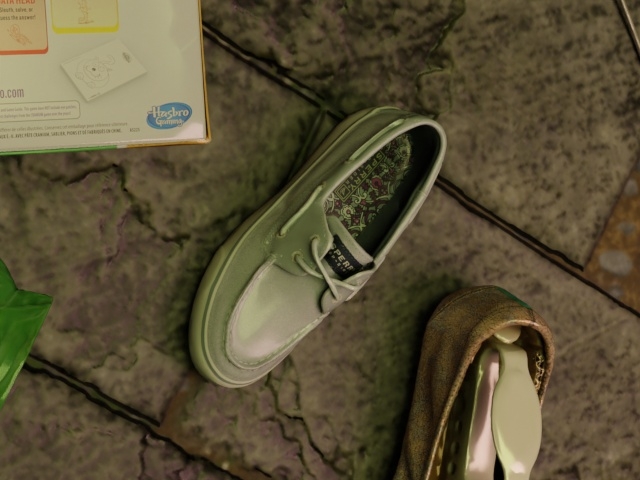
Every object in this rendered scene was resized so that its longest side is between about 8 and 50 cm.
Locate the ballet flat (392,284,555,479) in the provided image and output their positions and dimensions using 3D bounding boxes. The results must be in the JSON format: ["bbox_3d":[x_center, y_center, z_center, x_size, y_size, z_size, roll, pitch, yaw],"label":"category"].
[{"bbox_3d":[0.096,0.186,1.219,0.107,0.106,0.316,8,88,-29],"label":"ballet flat"}]

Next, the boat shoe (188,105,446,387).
[{"bbox_3d":[0.001,0.000,1.173,0.079,0.081,0.227,45,71,-23],"label":"boat shoe"}]

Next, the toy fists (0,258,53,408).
[{"bbox_3d":[-0.257,0.098,0.988,0.142,0.096,0.279,27,57,-9],"label":"toy fists"}]

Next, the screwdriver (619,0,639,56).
[{"bbox_3d":[0.215,-0.194,1.323,0.170,0.024,0.025,62,37,-23],"label":"screwdriver"}]

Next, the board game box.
[{"bbox_3d":[-0.193,-0.207,1.069,0.242,0.064,0.316,-4,94,-29],"label":"board game box"}]
